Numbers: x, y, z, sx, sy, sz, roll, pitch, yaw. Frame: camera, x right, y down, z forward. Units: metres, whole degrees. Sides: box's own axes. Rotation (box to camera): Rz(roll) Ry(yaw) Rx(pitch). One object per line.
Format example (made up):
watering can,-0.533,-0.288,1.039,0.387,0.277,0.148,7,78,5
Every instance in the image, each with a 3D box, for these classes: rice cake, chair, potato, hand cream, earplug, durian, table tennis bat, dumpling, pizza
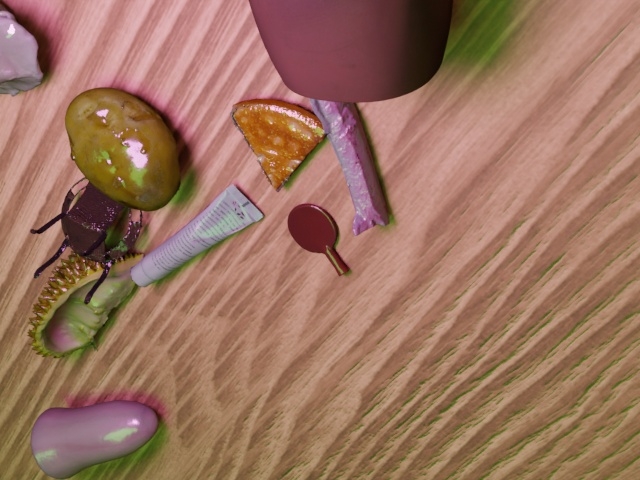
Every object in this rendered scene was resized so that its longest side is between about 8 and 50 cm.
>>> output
rice cake,0.049,-0.142,1.588,0.051,0.081,0.290,3,123,40
chair,-0.452,-0.018,1.860,0.174,0.213,0.149,25,144,11
potato,-0.353,-0.168,1.736,0.186,0.148,0.253,-36,92,23
hand cream,-0.250,0.002,1.846,0.331,0.058,0.085,-32,106,35
earplug,-0.502,0.441,2.215,0.301,0.172,0.172,-19,111,28
durian,-0.512,0.140,2.017,0.169,0.157,0.355,26,131,-12
table tennis bat,0.000,0.000,1.746,0.098,0.019,0.154,-28,103,37
dumpling,-0.658,-0.367,1.736,0.321,0.270,0.211,39,111,30
pizza,-0.060,-0.164,1.657,0.185,0.036,0.176,5,125,22

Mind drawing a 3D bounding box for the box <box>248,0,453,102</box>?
box,0.044,-0.338,1.342,0.301,0.301,0.216,10,132,21
